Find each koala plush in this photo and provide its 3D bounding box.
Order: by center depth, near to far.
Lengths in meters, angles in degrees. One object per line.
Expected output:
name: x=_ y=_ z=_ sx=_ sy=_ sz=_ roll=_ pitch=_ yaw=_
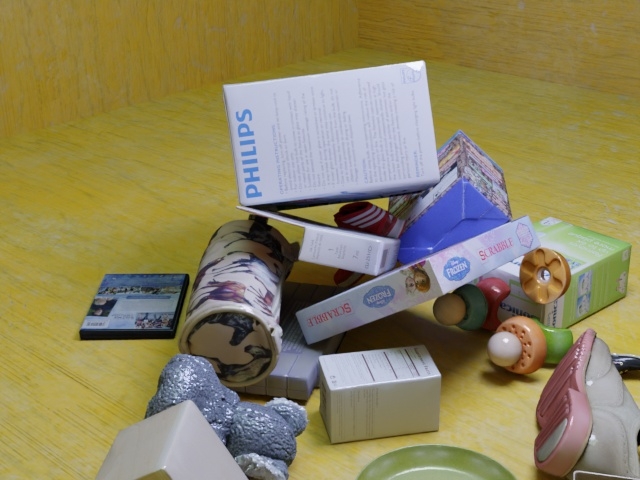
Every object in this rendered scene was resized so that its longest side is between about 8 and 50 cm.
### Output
koala plush: x=-0.134 y=0.280 z=1.430 sx=0.221 sy=0.203 sz=0.196 roll=15 pitch=26 yaw=7

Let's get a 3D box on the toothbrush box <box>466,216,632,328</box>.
toothbrush box: x=0.446 y=0.068 z=1.953 sx=0.283 sy=0.122 sz=0.206 roll=-21 pitch=30 yaw=-36

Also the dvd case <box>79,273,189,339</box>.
dvd case: x=-0.364 y=0.128 z=1.967 sx=0.180 sy=0.022 sz=0.253 roll=0 pitch=23 yaw=0

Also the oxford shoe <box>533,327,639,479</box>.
oxford shoe: x=0.425 y=0.268 z=1.530 sx=0.146 sy=0.140 sz=0.397 roll=29 pitch=28 yaw=5

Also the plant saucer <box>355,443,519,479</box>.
plant saucer: x=0.164 y=0.368 z=1.376 sx=0.241 sy=0.037 sz=0.241 roll=-1 pitch=24 yaw=1

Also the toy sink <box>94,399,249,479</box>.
toy sink: x=-0.173 y=0.355 z=1.269 sx=0.131 sy=0.234 sz=0.153 roll=-26 pitch=19 yaw=17

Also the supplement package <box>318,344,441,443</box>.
supplement package: x=0.093 y=0.244 z=1.578 sx=0.179 sy=0.105 sz=0.105 roll=-5 pitch=24 yaw=-10

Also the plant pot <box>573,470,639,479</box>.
plant pot: x=0.378 y=0.376 z=1.275 sx=0.109 sy=0.096 sz=0.109 roll=5 pitch=23 yaw=14

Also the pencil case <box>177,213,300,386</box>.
pencil case: x=-0.134 y=0.097 z=1.717 sx=0.184 sy=0.160 sz=0.410 roll=-19 pitch=21 yaw=9

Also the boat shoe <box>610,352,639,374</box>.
boat shoe: x=0.515 y=0.215 z=1.712 sx=0.133 sy=0.042 sz=0.049 roll=7 pitch=-17 yaw=12

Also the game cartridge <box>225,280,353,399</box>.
game cartridge: x=-0.077 y=0.174 z=1.808 sx=0.230 sy=0.068 sz=0.355 roll=9 pitch=25 yaw=13

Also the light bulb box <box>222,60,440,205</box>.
light bulb box: x=0.020 y=-0.186 z=1.892 sx=0.361 sy=0.225 sz=0.358 roll=-7 pitch=-1 yaw=1

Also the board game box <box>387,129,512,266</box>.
board game box: x=0.268 y=-0.070 z=2.103 sx=0.141 sy=0.232 sz=0.291 roll=41 pitch=22 yaw=-12

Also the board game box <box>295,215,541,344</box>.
board game box: x=0.171 y=0.068 z=1.716 sx=0.319 sy=0.066 sz=0.318 roll=-26 pitch=-4 yaw=42

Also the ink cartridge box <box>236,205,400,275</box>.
ink cartridge box: x=0.000 y=0.000 z=1.783 sx=0.261 sy=0.066 sz=0.296 roll=12 pitch=3 yaw=10

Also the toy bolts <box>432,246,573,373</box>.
toy bolts: x=0.315 y=0.113 z=1.754 sx=0.158 sy=0.218 sz=0.228 roll=-3 pitch=12 yaw=-40

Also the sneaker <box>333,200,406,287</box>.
sneaker: x=0.063 y=-0.004 z=1.988 sx=0.128 sy=0.221 sz=0.087 roll=36 pitch=35 yaw=-8
